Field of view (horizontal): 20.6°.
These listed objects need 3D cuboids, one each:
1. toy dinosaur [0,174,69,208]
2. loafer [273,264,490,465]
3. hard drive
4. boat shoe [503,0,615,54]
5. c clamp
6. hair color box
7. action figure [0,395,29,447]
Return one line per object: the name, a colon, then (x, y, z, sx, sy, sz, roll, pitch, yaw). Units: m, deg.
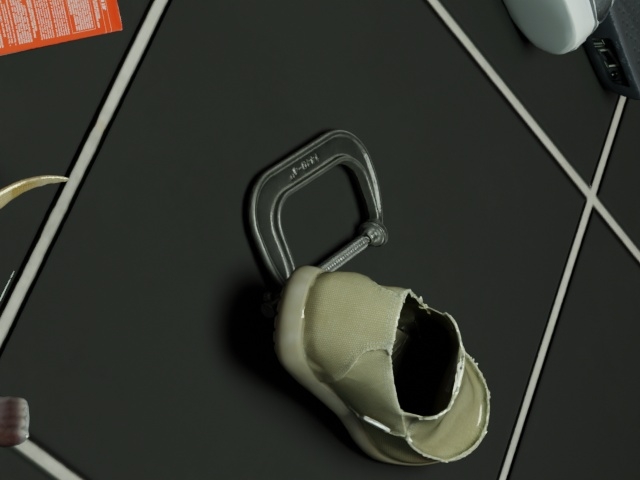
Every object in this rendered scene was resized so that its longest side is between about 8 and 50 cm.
toy dinosaur: (-0.221, 0.011, 0.981, 0.183, 0.053, 0.092, -61, 145, -24)
loafer: (0.063, 0.099, 1.240, 0.268, 0.092, 0.102, 36, 64, -54)
hard drive: (0.265, -0.267, 1.562, 0.172, 0.054, 0.254, -41, 117, -43)
boat shoe: (0.174, -0.292, 1.388, 0.102, 0.108, 0.301, -43, 127, -22)
c clamp: (0.000, 0.000, 1.256, 0.161, 0.022, 0.137, -42, 113, -41)
hair color box: (-0.188, -0.125, 1.002, 0.141, 0.072, 0.043, -20, 102, -48)
action figure: (-0.333, 0.157, 0.788, 0.330, 0.178, 0.341, 25, 97, -40)
